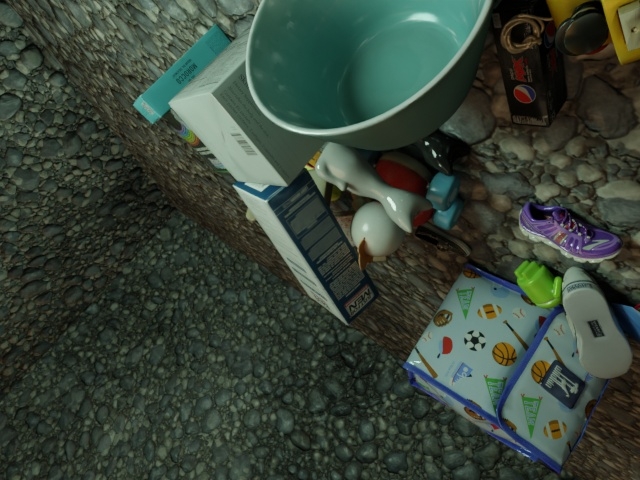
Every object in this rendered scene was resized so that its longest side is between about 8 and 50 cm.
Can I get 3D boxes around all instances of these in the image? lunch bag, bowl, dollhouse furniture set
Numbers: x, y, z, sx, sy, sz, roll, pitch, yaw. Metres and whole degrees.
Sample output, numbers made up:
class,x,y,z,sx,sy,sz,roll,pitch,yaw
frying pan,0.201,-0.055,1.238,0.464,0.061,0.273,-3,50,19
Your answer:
class,x,y,z,sx,sy,sz,roll,pitch,yaw
lunch bag,0.443,0.287,1.070,0.385,0.328,0.239,29,165,30
bowl,0.075,-0.242,0.580,0.311,0.312,0.163,27,179,33
dollhouse furniture set,0.000,0.000,1.225,0.302,0.174,0.356,-6,138,17

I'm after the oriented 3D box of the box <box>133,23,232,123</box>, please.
class,x,y,z,sx,sy,sz,roll,pitch,yaw
box,-0.309,-0.374,1.024,0.060,0.244,0.100,46,161,-25

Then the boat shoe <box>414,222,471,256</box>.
class,x,y,z,sx,sy,sz,roll,pitch,yaw
boat shoe,0.298,0.005,1.115,0.142,0.040,0.049,32,162,19

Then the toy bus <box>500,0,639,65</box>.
class,x,y,z,sx,sy,sz,roll,pitch,yaw
toy bus,0.283,-0.215,0.404,0.190,0.105,0.202,19,145,7

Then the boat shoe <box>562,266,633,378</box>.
class,x,y,z,sx,sy,sz,roll,pitch,yaw
boat shoe,0.548,0.167,0.915,0.096,0.088,0.268,-23,116,32

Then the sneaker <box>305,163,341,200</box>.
class,x,y,z,sx,sy,sz,roll,pitch,yaw
sneaker,-0.006,-0.181,1.192,0.208,0.082,0.094,46,156,-29

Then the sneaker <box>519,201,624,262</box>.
class,x,y,z,sx,sy,sz,roll,pitch,yaw
sneaker,0.419,-0.018,0.772,0.169,0.068,0.071,26,153,37

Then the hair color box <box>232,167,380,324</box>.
class,x,y,z,sx,sy,sz,roll,pitch,yaw
hair color box,-0.024,0.003,0.956,0.173,0.105,0.347,29,155,55

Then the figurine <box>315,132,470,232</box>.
class,x,y,z,sx,sy,sz,roll,pitch,yaw
figurine,0.128,-0.140,0.799,0.209,0.215,0.092,34,165,7

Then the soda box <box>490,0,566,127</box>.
class,x,y,z,sx,sy,sz,roll,pitch,yaw
soda box,0.261,-0.226,0.564,0.053,0.060,0.169,20,154,43

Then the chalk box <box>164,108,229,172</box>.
class,x,y,z,sx,sy,sz,roll,pitch,yaw
chalk box,-0.241,-0.297,1.205,0.180,0.179,0.289,13,151,52

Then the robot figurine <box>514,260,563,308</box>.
class,x,y,z,sx,sy,sz,roll,pitch,yaw
robot figurine,0.464,0.096,0.956,0.115,0.067,0.101,47,172,-7

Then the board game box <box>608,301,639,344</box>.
class,x,y,z,sx,sy,sz,roll,pitch,yaw
board game box,0.619,0.161,0.859,0.133,0.033,0.168,50,-175,6

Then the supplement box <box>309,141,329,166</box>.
class,x,y,z,sx,sy,sz,roll,pitch,yaw
supplement box,-0.053,-0.263,1.081,0.233,0.080,0.078,39,164,4

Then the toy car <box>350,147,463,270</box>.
class,x,y,z,sx,sy,sz,roll,pitch,yaw
toy car,0.138,-0.042,0.938,0.219,0.238,0.210,28,173,26

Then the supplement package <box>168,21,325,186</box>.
class,x,y,z,sx,sy,sz,roll,pitch,yaw
supplement package,-0.087,-0.264,0.823,0.198,0.263,0.199,15,151,52
